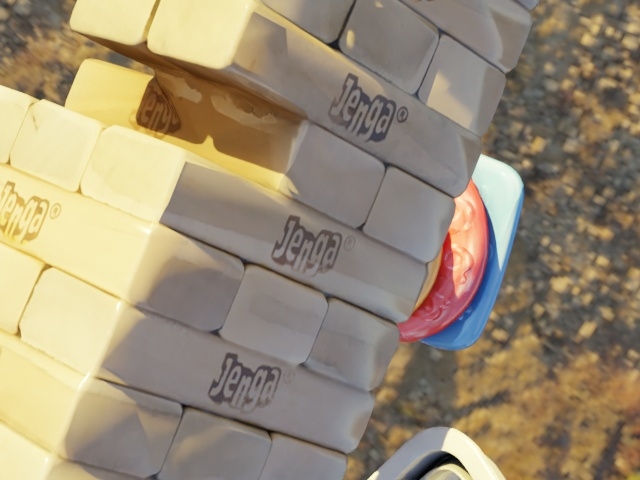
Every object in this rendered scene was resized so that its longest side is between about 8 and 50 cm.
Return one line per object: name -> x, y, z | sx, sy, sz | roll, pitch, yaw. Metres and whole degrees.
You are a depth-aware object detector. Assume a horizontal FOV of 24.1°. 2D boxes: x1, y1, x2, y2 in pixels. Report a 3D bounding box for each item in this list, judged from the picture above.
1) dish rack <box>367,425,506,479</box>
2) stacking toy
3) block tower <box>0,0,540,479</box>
dish rack -> 0.112, 0.345, 1.174 | 0.072, 0.333, 0.285 | 9, 131, -47
stacking toy -> 0.000, 0.000, 1.103 | 0.302, 0.175, 0.166 | -3, 113, -54
block tower -> -0.023, -0.032, 0.365 | 0.097, 0.091, 0.335 | 24, 87, -47
